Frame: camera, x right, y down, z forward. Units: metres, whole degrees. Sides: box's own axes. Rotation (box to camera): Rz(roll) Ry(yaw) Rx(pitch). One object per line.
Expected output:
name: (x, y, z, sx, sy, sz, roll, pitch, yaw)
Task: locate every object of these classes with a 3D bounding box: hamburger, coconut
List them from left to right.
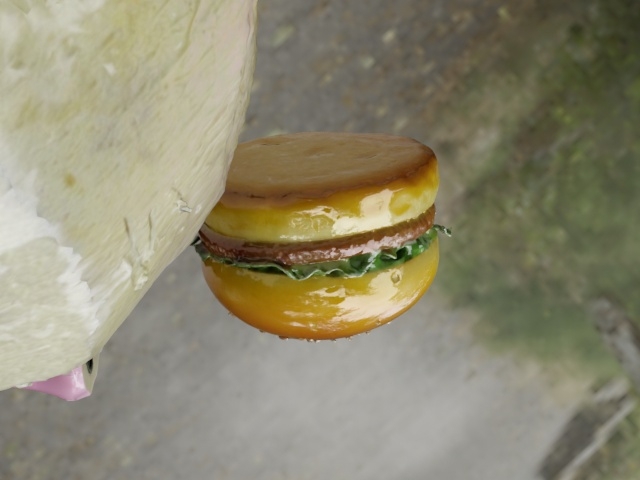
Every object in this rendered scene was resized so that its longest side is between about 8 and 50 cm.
coconut: (-0.163, -0.097, 0.729, 0.254, 0.297, 0.297, -55, 177, -39)
hamburger: (0.001, 0.000, 1.637, 0.246, 0.246, 0.170, -23, 115, -51)

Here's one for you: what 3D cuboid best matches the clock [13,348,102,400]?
clock: (-0.284, 0.078, 1.528, 0.195, 0.100, 0.194, -5, -159, 1)
